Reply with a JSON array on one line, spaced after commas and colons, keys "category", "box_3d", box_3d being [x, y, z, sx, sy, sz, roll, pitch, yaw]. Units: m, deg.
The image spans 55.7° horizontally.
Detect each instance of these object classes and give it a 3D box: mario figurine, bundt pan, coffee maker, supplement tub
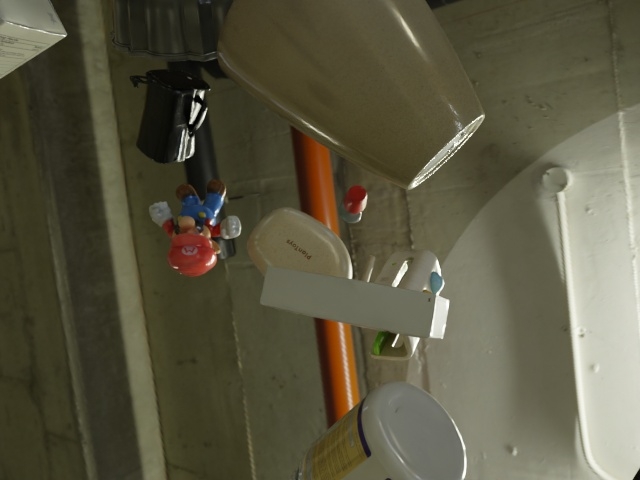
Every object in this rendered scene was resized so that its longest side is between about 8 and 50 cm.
[{"category": "mario figurine", "box_3d": [-0.306, -0.055, 1.475, 0.198, 0.170, 0.320, -39, -149, 22]}, {"category": "bundt pan", "box_3d": [-0.204, -0.420, 1.038, 0.331, 0.331, 0.124, 23, -48, 32]}, {"category": "coffee maker", "box_3d": [-0.338, -0.266, 1.295, 0.120, 0.171, 0.178, 54, -46, 45]}, {"category": "supplement tub", "box_3d": [0.104, 0.468, 1.228, 0.241, 0.241, 0.331, 52, -57, 19]}]

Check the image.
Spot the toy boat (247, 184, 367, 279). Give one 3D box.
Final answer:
[{"category": "toy boat", "box_3d": [0.000, 0.000, 1.452, 0.267, 0.318, 0.148, 42, -15, 8]}]

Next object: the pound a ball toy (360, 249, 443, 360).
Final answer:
[{"category": "pound a ball toy", "box_3d": [0.181, 0.119, 1.365, 0.136, 0.319, 0.208, -3, -63, 28]}]

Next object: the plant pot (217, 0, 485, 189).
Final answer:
[{"category": "plant pot", "box_3d": [0.058, -0.202, 0.746, 0.274, 0.256, 0.256, 48, -57, 9]}]

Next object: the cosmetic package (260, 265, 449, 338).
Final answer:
[{"category": "cosmetic package", "box_3d": [0.046, 0.085, 0.830, 0.239, 0.099, 0.060, 9, -98, 23]}]

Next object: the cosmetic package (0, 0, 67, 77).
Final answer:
[{"category": "cosmetic package", "box_3d": [-0.568, -0.306, 0.921, 0.296, 0.153, 0.129, -24, -86, 14]}]

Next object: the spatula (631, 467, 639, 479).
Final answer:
[{"category": "spatula", "box_3d": [0.535, 0.292, 0.905, 0.030, 0.296, 0.084, 34, -21, 45]}]
